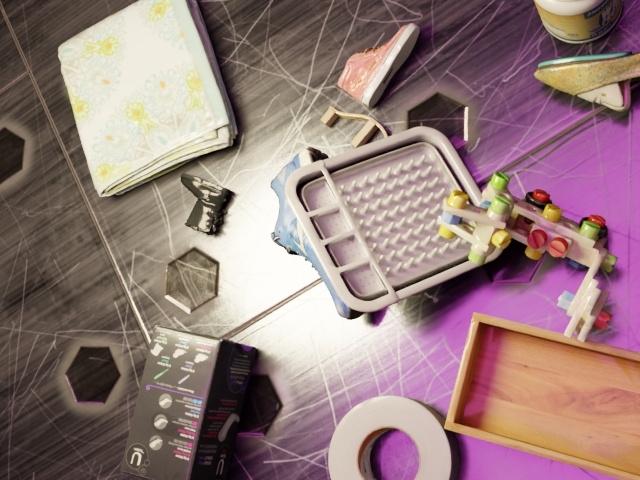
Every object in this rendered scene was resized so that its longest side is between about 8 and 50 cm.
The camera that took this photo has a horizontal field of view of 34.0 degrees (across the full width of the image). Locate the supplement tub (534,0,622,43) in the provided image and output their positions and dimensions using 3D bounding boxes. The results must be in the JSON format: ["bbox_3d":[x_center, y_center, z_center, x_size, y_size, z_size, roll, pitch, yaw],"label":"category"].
[{"bbox_3d":[0.433,-0.433,1.779,0.144,0.200,0.144,-4,79,20],"label":"supplement tub"}]

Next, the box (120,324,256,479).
[{"bbox_3d":[-0.237,0.304,1.904,0.143,0.165,0.270,10,83,22],"label":"box"}]

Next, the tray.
[{"bbox_3d":[0.430,0.266,1.712,0.411,0.076,0.202,13,84,21],"label":"tray"}]

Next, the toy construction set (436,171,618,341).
[{"bbox_3d":[0.358,0.009,1.708,0.328,0.215,0.151,40,120,9],"label":"toy construction set"}]

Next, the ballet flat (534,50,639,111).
[{"bbox_3d":[0.540,-0.278,1.762,0.349,0.123,0.123,-10,76,19],"label":"ballet flat"}]

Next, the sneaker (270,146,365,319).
[{"bbox_3d":[0.000,0.000,1.915,0.147,0.130,0.330,-32,66,27],"label":"sneaker"}]

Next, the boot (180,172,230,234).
[{"bbox_3d":[-0.238,-0.071,2.046,0.121,0.045,0.099,22,90,22],"label":"boot"}]

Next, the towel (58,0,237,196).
[{"bbox_3d":[-0.356,-0.304,2.112,0.321,0.090,0.374,-23,72,14],"label":"towel"}]

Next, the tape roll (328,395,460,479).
[{"bbox_3d":[0.127,0.379,1.804,0.219,0.072,0.219,-4,77,19],"label":"tape roll"}]

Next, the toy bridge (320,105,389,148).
[{"bbox_3d":[0.083,-0.199,1.959,0.188,0.026,0.063,41,93,23],"label":"toy bridge"}]

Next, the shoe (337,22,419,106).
[{"bbox_3d":[0.107,-0.343,1.957,0.081,0.063,0.178,36,97,18],"label":"shoe"}]

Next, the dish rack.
[{"bbox_3d":[0.125,-0.032,1.815,0.333,0.072,0.285,-22,71,-21],"label":"dish rack"}]
